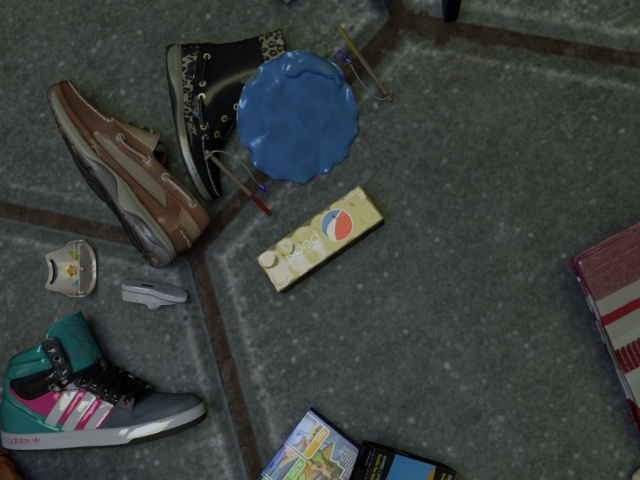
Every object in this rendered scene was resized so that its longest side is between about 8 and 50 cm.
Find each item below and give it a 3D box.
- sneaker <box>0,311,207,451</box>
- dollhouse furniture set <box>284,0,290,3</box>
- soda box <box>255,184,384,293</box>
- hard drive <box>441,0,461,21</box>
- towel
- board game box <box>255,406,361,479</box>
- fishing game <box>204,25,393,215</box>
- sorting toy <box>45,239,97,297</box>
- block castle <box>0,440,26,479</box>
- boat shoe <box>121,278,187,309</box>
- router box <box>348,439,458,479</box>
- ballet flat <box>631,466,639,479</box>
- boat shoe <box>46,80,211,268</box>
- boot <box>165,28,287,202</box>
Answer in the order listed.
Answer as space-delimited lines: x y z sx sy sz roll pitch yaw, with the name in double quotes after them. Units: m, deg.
-0.310 0.187 1.092 0.295 0.124 0.179 -6 93 6 "sneaker"
0.015 -0.387 1.152 0.161 0.101 0.182 -43 81 25 "dollhouse furniture set"
0.000 0.000 1.109 0.181 0.058 0.061 -35 82 0 "soda box"
0.182 -0.393 1.116 0.022 0.094 0.135 -6 83 4 "hard drive"
0.481 0.119 1.011 0.237 0.037 0.329 -25 98 -7 "towel"
-0.022 0.353 1.083 0.136 0.035 0.201 38 89 8 "board game box"
-0.035 -0.175 1.112 0.264 0.041 0.189 -47 118 -1 "fishing game"
-0.371 0.044 1.151 0.075 0.045 0.083 -3 84 13 "sorting toy"
-0.457 0.399 0.914 0.213 0.303 0.453 -48 53 -7 "block castle"
-0.242 0.083 1.139 0.100 0.035 0.035 9 112 3 "boat shoe"
0.091 0.369 1.040 0.133 0.046 0.179 20 87 -19 "router box"
0.499 0.318 1.029 0.173 0.049 0.058 1 83 6 "ballet flat"
-0.275 -0.109 1.127 0.116 0.123 0.324 -34 77 -17 "boat shoe"
-0.118 -0.185 1.129 0.178 0.085 0.237 -12 84 1 "boot"
